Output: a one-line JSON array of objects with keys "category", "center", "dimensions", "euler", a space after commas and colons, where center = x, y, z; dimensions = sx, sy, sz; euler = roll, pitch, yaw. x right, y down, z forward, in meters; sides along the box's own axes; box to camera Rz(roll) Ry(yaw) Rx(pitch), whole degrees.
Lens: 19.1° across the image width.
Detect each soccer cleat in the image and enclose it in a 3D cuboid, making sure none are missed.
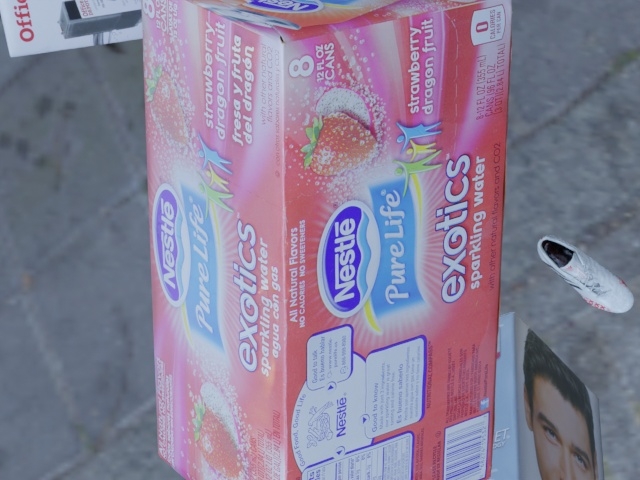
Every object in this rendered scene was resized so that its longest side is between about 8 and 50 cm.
[{"category": "soccer cleat", "center": [0.191, 0.024, 1.381], "dimensions": [0.083, 0.035, 0.029], "euler": [40, 94, 18]}]

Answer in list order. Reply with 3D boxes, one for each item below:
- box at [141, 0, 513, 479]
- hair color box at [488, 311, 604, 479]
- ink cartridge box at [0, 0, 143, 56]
[{"category": "box", "center": [0.000, 0.000, 1.053], "dimensions": [0.142, 0.154, 0.300], "euler": [30, 128, 48]}, {"category": "hair color box", "center": [0.196, 0.279, 1.883], "dimensions": [0.113, 0.185, 0.374], "euler": [-23, 44, 27]}, {"category": "ink cartridge box", "center": [-0.119, -0.165, 1.074], "dimensions": [0.056, 0.135, 0.099], "euler": [-103, 4, -54]}]
